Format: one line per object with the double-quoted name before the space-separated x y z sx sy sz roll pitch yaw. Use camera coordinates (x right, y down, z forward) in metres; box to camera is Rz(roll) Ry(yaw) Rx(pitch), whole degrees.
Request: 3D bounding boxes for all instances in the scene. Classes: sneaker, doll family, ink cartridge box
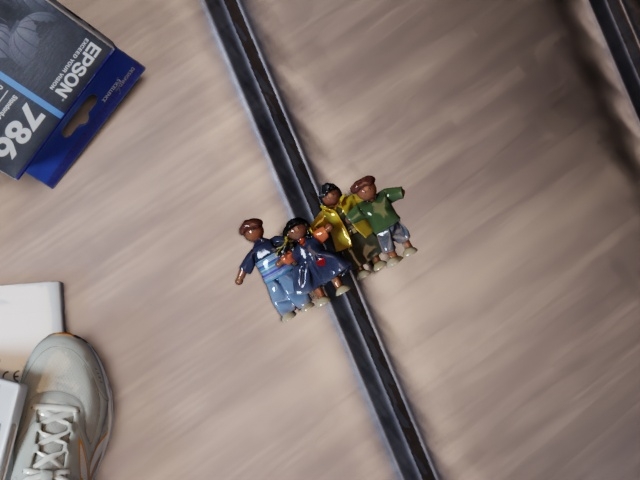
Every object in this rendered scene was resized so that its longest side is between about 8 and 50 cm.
"sneaker" -0.250 0.217 1.277 0.099 0.121 0.262 5 86 -7
"doll family" 0.000 0.000 1.380 0.193 0.076 0.111 -30 95 -4
"ink cartridge box" -0.319 -0.175 1.262 0.333 0.065 0.165 33 96 -39

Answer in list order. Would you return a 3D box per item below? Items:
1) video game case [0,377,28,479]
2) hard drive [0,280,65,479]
"video game case" -0.359 0.189 1.283 0.157 0.019 0.143 11 85 26
"hard drive" -0.349 0.201 1.349 0.203 0.040 0.307 -4 87 -6
